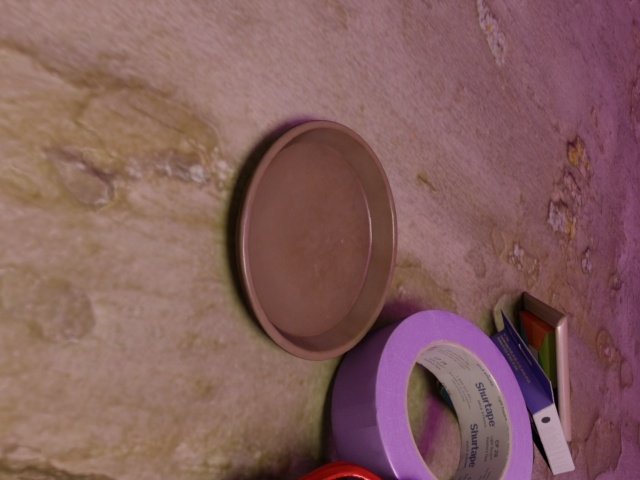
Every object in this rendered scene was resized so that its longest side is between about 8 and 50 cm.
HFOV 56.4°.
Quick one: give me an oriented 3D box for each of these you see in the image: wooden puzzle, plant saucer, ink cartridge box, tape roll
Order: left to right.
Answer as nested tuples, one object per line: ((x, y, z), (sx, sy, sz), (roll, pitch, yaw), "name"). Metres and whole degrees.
((0.000, 0.000, 0.704), (0.278, 0.041, 0.277), (-1, 92, -49), "plant saucer")
((0.148, 0.232, 0.765), (0.275, 0.090, 0.274), (19, 57, -32), "tape roll")
((0.352, 0.255, 1.025), (0.206, 0.045, 0.208), (-103, 170, -63), "ink cartridge box")
((0.414, 0.225, 1.119), (0.238, 0.044, 0.220), (-53, 138, -82), "wooden puzzle")

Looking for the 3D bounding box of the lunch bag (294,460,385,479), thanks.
((0.009, 0.342, 0.568), (0.293, 0.120, 0.258), (0, 90, -9), "lunch bag")

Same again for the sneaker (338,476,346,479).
((0.063, 0.320, 0.764), (0.188, 0.071, 0.066), (-33, 116, -43), "sneaker")

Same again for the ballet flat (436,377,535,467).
((0.288, 0.284, 1.005), (0.316, 0.108, 0.106), (59, 32, -33), "ballet flat")
